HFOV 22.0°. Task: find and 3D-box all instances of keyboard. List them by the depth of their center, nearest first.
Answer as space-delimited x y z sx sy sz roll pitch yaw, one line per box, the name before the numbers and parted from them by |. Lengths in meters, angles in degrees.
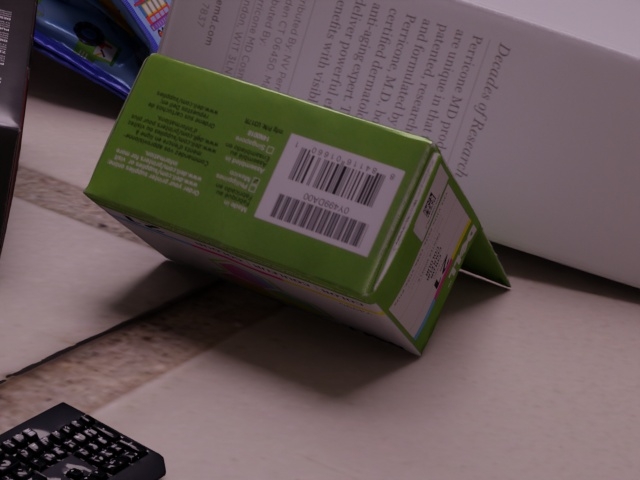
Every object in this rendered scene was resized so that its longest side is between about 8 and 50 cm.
keyboard | -0.153 0.103 0.715 0.100 0.038 0.192 20 21 22

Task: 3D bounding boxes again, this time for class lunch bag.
lunch bag | -0.179 -0.226 1.358 0.293 0.138 0.221 42 21 -4

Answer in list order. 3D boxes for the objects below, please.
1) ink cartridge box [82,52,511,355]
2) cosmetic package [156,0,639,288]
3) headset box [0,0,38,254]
ink cartridge box | 0.000 0.000 1.010 0.188 0.097 0.255 20 -12 23
cosmetic package | 0.123 -0.113 1.188 0.453 0.162 0.230 18 22 -1
headset box | -0.290 -0.096 1.009 0.218 0.110 0.293 9 31 -11
